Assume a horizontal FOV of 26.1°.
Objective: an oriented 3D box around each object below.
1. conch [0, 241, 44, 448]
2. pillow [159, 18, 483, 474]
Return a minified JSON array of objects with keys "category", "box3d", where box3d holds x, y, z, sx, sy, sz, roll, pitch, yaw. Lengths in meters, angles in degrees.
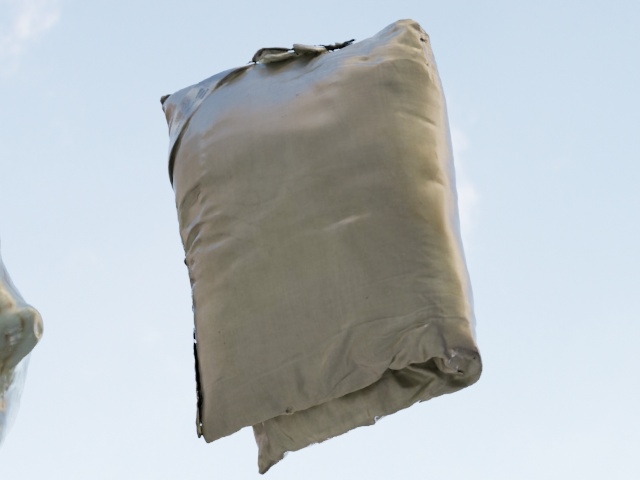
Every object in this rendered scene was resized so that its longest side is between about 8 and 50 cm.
[{"category":"conch","box3d":[-0.279,0.073,1.019,0.169,0.203,0.386,-23,-23,15]},{"category":"pillow","box3d":[0.000,0.000,0.611,0.134,0.181,0.078,-19,-27,26]}]
